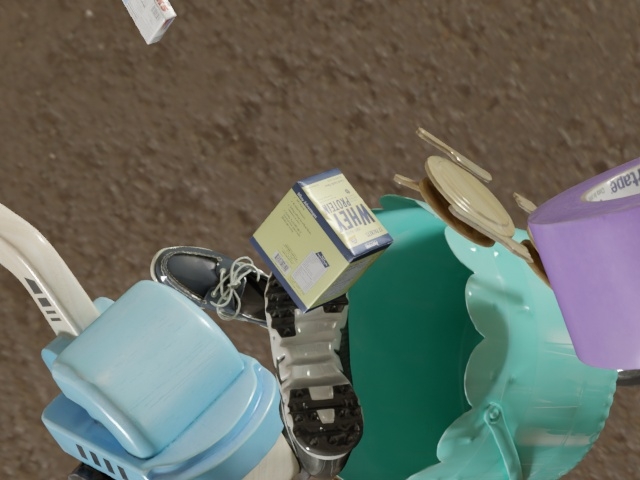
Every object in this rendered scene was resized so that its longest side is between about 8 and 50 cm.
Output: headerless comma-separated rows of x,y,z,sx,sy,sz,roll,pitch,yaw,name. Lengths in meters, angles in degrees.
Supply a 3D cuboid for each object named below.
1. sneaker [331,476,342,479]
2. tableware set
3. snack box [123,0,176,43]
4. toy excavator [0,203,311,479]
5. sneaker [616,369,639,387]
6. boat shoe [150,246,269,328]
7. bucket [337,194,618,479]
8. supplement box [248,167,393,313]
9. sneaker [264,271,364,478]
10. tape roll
0.088,0.347,1.867,0.099,0.153,0.282,36,79,31,sneaker
0.147,0.002,1.050,0.039,0.194,0.128,-49,27,21,tableware set
-0.241,-0.337,1.689,0.178,0.022,0.064,60,146,7,snack box
-0.245,0.107,1.500,0.433,0.445,0.222,15,49,46,toy excavator
0.425,0.078,1.452,0.483,0.202,0.185,-26,88,58,sneaker
-0.123,0.074,1.961,0.079,0.254,0.095,-6,59,63,boat shoe
0.126,0.104,1.245,0.281,0.183,0.281,-27,58,55,bucket
0.000,0.000,1.138,0.083,0.056,0.083,53,130,13,supplement box
-0.009,0.113,1.221,0.078,0.106,0.234,-3,52,-7,sneaker
0.207,-0.007,0.689,0.189,0.189,0.080,-18,96,21,tape roll
